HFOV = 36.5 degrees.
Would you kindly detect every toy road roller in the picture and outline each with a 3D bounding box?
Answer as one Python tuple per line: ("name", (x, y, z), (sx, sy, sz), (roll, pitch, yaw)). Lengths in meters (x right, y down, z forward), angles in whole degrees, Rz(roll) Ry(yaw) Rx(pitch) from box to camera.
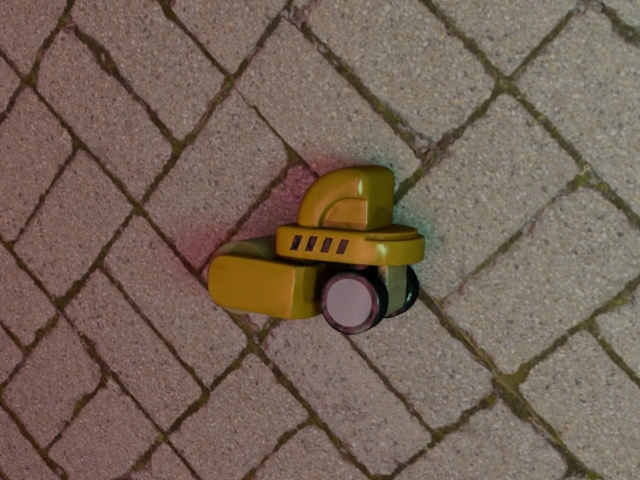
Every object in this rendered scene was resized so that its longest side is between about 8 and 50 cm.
("toy road roller", (0.000, 0.000, 1.504), (0.329, 0.202, 0.241), (6, 97, 23))
